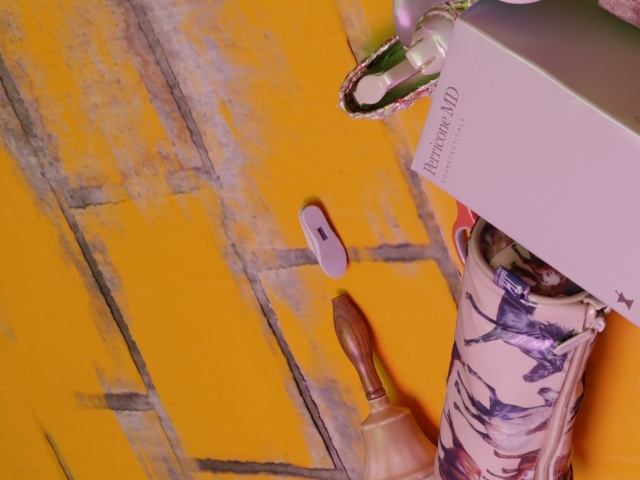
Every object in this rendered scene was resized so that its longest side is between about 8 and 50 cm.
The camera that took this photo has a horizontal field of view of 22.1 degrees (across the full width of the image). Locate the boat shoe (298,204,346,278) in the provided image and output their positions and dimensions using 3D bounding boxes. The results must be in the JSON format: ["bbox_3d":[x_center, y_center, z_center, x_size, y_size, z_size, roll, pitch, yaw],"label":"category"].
[{"bbox_3d":[0.000,0.000,2.002,0.100,0.035,0.035,61,167,-17],"label":"boat shoe"}]

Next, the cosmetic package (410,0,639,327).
[{"bbox_3d":[0.294,-0.071,1.563,0.385,0.156,0.217,34,139,20],"label":"cosmetic package"}]

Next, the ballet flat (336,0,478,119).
[{"bbox_3d":[0.103,-0.186,1.714,0.091,0.077,0.241,56,137,3],"label":"ballet flat"}]

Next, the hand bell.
[{"bbox_3d":[0.065,0.182,2.040,0.126,0.126,0.242,-20,91,49],"label":"hand bell"}]

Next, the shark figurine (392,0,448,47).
[{"bbox_3d":[0.030,-0.320,1.674,0.278,0.116,0.166,33,166,44],"label":"shark figurine"}]

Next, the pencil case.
[{"bbox_3d":[0.222,0.146,1.773,0.183,0.160,0.410,-118,23,-43],"label":"pencil case"}]

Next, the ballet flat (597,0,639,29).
[{"bbox_3d":[0.303,-0.226,1.383,0.106,0.316,0.107,44,97,3],"label":"ballet flat"}]

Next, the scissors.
[{"bbox_3d":[0.150,-0.069,1.809,0.109,0.021,0.297,-21,103,48],"label":"scissors"}]

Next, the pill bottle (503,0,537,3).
[{"bbox_3d":[0.166,-0.283,1.486,0.221,0.124,0.124,-137,27,-64],"label":"pill bottle"}]
